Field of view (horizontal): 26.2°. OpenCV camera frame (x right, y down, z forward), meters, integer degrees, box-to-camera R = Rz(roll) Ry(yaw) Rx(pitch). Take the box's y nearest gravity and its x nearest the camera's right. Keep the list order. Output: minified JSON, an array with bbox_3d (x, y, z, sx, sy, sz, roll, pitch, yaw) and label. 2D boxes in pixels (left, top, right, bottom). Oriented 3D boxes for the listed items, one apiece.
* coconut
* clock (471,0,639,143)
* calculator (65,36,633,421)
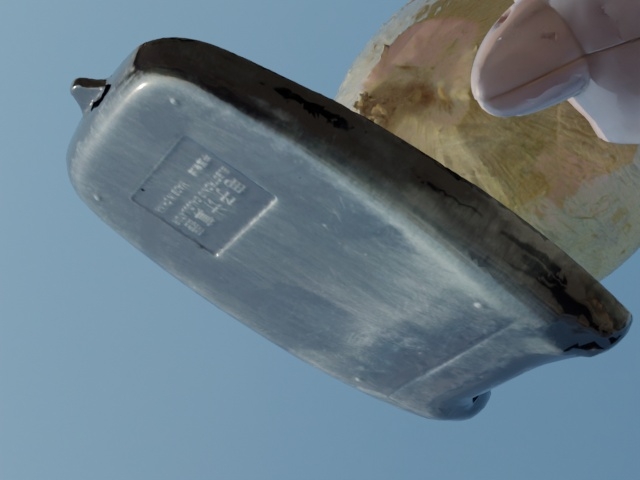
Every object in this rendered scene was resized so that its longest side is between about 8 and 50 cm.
[{"bbox_3d":[0.147,-0.091,1.213,0.297,0.254,0.297,-19,-131,23],"label":"coconut"},{"bbox_3d":[0.241,-0.213,0.724,0.368,0.250,0.377,-18,-160,41],"label":"clock"},{"bbox_3d":[0.000,0.000,0.639,0.268,0.177,0.040,33,-124,-10],"label":"calculator"}]
